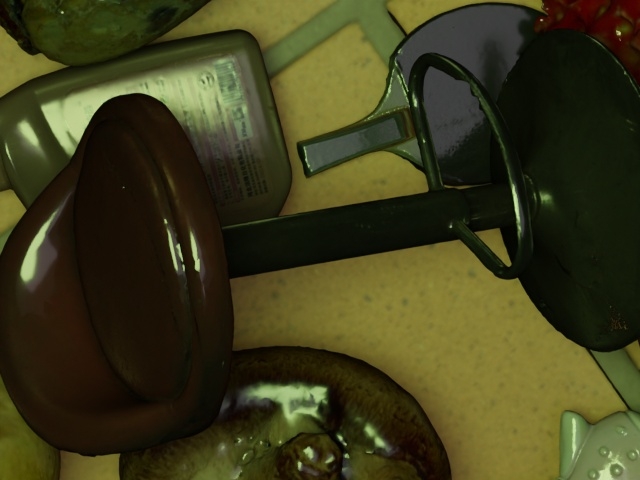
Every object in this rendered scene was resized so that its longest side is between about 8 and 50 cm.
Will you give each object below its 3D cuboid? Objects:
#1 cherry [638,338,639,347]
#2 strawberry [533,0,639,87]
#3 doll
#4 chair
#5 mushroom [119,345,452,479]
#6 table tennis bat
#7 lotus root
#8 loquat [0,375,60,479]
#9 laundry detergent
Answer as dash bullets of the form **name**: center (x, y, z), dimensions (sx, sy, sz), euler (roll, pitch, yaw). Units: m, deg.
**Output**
- **cherry**: center (0.361, 0.022, 1.358), dimensions (0.285, 0.213, 0.236), euler (-13, 129, 23)
- **strawberry**: center (0.282, -0.147, 1.359), dimensions (0.234, 0.178, 0.234), euler (-3, 100, -14)
- **doll**: center (0.200, 0.188, 1.430), dimensions (0.207, 0.081, 0.129), euler (-33, 90, -1)
- **chair**: center (0.000, 0.000, 1.248), dimensions (0.401, 0.226, 0.226), euler (-11, 96, -23)
- **mushroom**: center (-0.024, 0.162, 1.375), dimensions (0.231, 0.138, 0.194), euler (11, 136, -1)
- **table tennis bat**: center (0.088, -0.096, 1.424), dimensions (0.220, 0.019, 0.130), euler (-20, 96, -6)
- **lotus root**: center (-0.109, -0.229, 1.325), dimensions (0.278, 0.154, 0.154), euler (-39, 98, 4)
- **loquat**: center (-0.275, 0.148, 1.308), dimensions (0.213, 0.213, 0.213), euler (-1, 95, -6)
- **laundry detergent**: center (-0.140, -0.044, 1.374), dimensions (0.237, 0.076, 0.171), euler (-17, 100, -4)
